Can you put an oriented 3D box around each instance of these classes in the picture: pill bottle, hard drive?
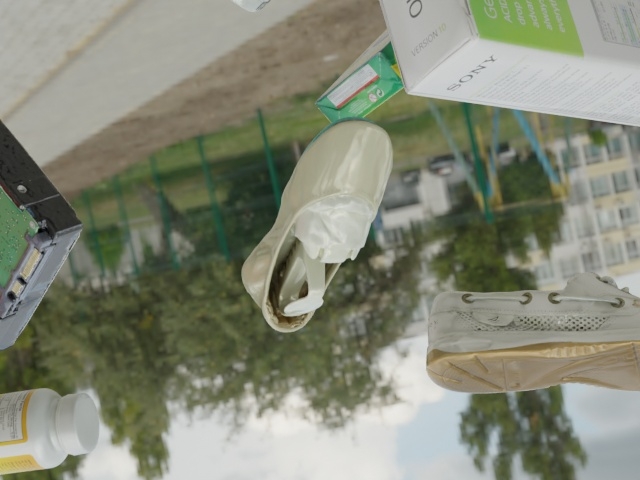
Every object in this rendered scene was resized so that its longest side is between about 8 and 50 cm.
[{"bbox_3d":[-0.436,0.278,1.707,0.208,0.118,0.117,-10,-178,11],"label":"pill bottle"},{"bbox_3d":[-0.426,-0.061,1.327,0.064,0.339,0.237,-24,158,-49],"label":"hard drive"}]

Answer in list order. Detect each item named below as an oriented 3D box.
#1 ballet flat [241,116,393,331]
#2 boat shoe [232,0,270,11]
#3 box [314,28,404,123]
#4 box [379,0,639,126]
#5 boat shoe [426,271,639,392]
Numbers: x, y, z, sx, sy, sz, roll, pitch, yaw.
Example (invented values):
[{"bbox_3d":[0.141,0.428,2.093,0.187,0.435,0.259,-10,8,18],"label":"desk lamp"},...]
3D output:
[{"bbox_3d":[0.000,0.000,0.971,0.086,0.086,0.248,-13,153,-28],"label":"ballet flat"},{"bbox_3d":[-0.115,-0.290,1.011,0.070,0.219,0.078,-43,-152,27],"label":"boat shoe"},{"bbox_3d":[0.078,-0.181,1.093,0.105,0.043,0.179,-33,-169,48],"label":"box"},{"bbox_3d":[0.152,-0.175,0.652,0.322,0.232,0.058,3,154,-38],"label":"box"},{"bbox_3d":[0.227,0.068,0.987,0.277,0.096,0.098,-1,147,5],"label":"boat shoe"}]
